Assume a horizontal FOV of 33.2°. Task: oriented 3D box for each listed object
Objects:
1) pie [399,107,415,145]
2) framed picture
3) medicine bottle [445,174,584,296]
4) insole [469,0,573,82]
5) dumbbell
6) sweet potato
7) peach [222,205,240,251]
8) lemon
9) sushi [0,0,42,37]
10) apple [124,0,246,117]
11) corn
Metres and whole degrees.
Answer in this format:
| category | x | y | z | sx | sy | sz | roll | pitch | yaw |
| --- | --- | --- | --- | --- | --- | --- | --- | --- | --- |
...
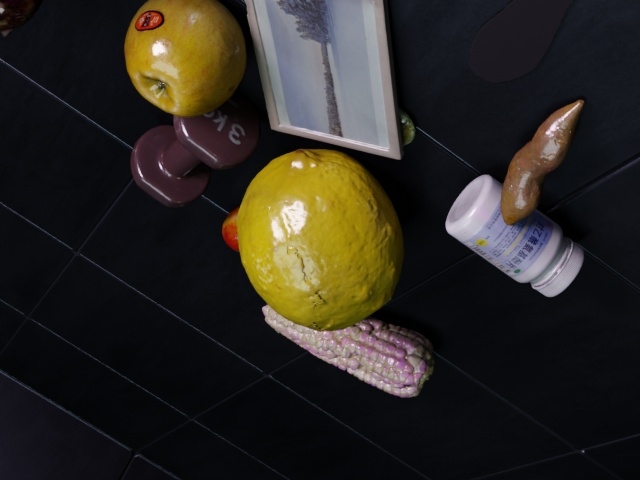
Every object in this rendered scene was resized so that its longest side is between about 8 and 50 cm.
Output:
| category | x | y | z | sx | sy | sz | roll | pitch | yaw |
| --- | --- | --- | --- | --- | --- | --- | --- | --- | --- |
| pie | 0.098 | -0.162 | 1.534 | 0.084 | 0.021 | 0.084 | 20 | 149 | 13 |
| framed picture | 0.005 | -0.240 | 1.470 | 0.213 | 0.016 | 0.289 | 15 | 143 | 22 |
| medicine bottle | 0.281 | -0.005 | 1.549 | 0.186 | 0.103 | 0.103 | 35 | 148 | -11 |
| insole | 0.249 | -0.263 | 1.286 | 0.086 | 0.005 | 0.253 | 28 | 150 | -3 |
| dumbbell | -0.199 | -0.147 | 1.683 | 0.140 | 0.124 | 0.225 | 37 | 148 | -14 |
| sweet potato | 0.288 | -0.106 | 1.422 | 0.065 | 0.051 | 0.218 | 48 | 137 | 27 |
| peach | -0.132 | -0.009 | 1.897 | 0.098 | 0.061 | 0.098 | 24 | 145 | 18 |
| lemon | -0.001 | -0.002 | 1.626 | 0.260 | 0.261 | 0.284 | 12 | 150 | 24 |
| sushi | -0.425 | -0.426 | 1.278 | 0.299 | 0.281 | 0.294 | 29 | 160 | -16 |
| apple | -0.190 | -0.255 | 1.485 | 0.182 | 0.155 | 0.182 | 17 | 148 | 11 |
| corn | 0.051 | 0.184 | 1.988 | 0.335 | 0.127 | 0.127 | 21 | 149 | 10 |
